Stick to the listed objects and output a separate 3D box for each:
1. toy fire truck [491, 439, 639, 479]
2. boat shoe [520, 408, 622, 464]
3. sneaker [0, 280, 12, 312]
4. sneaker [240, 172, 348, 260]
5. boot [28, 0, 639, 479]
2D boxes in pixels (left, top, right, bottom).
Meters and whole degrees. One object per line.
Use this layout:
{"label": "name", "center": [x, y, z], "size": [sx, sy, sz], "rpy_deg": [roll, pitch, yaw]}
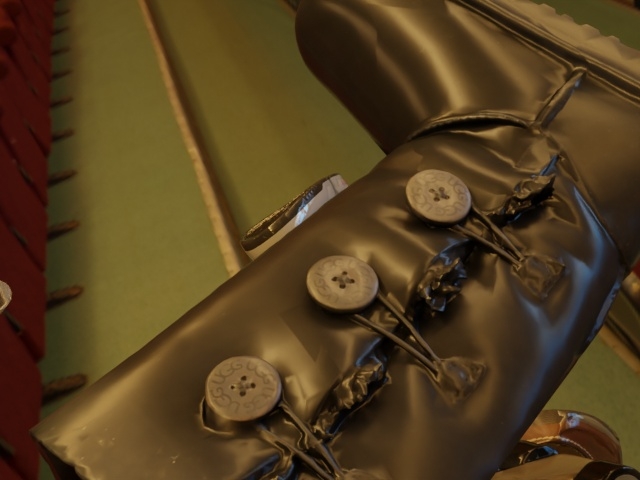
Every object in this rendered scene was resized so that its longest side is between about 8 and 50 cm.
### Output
{"label": "toy fire truck", "center": [0.137, 0.298, 0.655], "size": [0.217, 0.247, 0.158], "rpy_deg": [-8, 1, -29]}
{"label": "boat shoe", "center": [0.311, 0.311, 1.007], "size": [0.122, 0.324, 0.120], "rpy_deg": [-16, 46, 25]}
{"label": "sneaker", "center": [-0.363, -0.066, 0.572], "size": [0.210, 0.366, 0.137], "rpy_deg": [-21, -9, -37]}
{"label": "sneaker", "center": [0.014, 0.028, 0.996], "size": [0.123, 0.178, 0.295], "rpy_deg": [-35, 1, 18]}
{"label": "boot", "center": [0.002, 0.001, 0.556], "size": [0.367, 0.146, 0.445], "rpy_deg": [28, 62, 32]}
